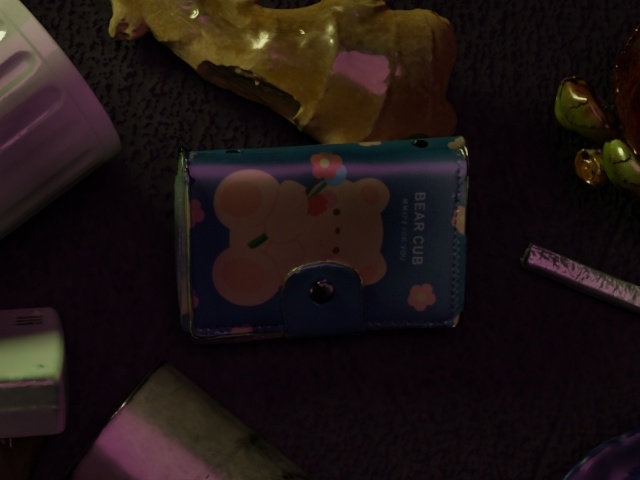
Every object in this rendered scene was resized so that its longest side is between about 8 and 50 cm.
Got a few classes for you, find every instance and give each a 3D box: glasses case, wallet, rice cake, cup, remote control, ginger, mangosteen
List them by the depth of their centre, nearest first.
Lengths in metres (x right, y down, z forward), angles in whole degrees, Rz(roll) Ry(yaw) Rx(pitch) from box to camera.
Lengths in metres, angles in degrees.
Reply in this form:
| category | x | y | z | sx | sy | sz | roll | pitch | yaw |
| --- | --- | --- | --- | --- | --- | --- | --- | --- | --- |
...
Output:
| category | x | y | z | sx | sy | sz | roll | pitch | yaw |
| --- | --- | --- | --- | --- | --- | --- | --- | --- | --- |
| remote control | -0.335 | 0.093 | 1.203 | 0.344 | 0.145 | 0.050 | -3 | 107 | -7 |
| glasses case | -0.026 | 0.214 | 1.255 | 0.299 | 0.060 | 0.114 | 39 | 72 | 3 |
| cup | -0.270 | -0.070 | 1.263 | 0.202 | 0.221 | 0.167 | -41 | 119 | -12 |
| wallet | -0.001 | 0.000 | 1.290 | 0.202 | 0.059 | 0.141 | -3 | 106 | -9 |
| mangosteen | 0.264 | -0.083 | 1.326 | 0.180 | 0.166 | 0.166 | -25 | 80 | 13 |
| ginger | -0.033 | -0.151 | 1.335 | 0.294 | 0.086 | 0.131 | 30 | 97 | 5 |
| rice cake | 0.202 | 0.031 | 1.350 | 0.121 | 0.022 | 0.022 | 22 | 83 | -1 |

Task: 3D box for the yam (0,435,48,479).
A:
| category | x | y | z | sx | sy | sz | roll | pitch | yaw |
| --- | --- | --- | --- | --- | --- | --- | --- | --- | --- |
| yam | -0.239 | 0.189 | 1.228 | 0.068 | 0.068 | 0.169 | 22 | 75 | -2 |

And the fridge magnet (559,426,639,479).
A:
| category | x | y | z | sx | sy | sz | roll | pitch | yaw |
| --- | --- | --- | --- | --- | --- | --- | --- | --- | --- |
| fridge magnet | 0.262 | 0.249 | 1.258 | 0.265 | 0.113 | 0.266 | 2 | 74 | -8 |
